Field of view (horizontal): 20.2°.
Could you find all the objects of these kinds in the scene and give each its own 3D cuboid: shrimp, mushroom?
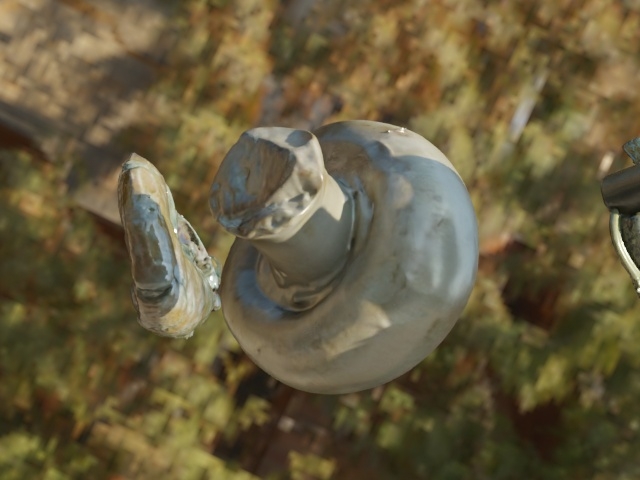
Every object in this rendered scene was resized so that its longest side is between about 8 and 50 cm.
[{"bbox_3d":[-0.192,0.022,2.219,0.110,0.221,0.445,-13,-11,0],"label":"shrimp"},{"bbox_3d":[0.000,0.000,1.832,0.290,0.297,0.297,31,-6,-40],"label":"mushroom"}]

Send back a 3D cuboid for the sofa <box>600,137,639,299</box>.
[{"bbox_3d":[0.411,0.000,1.688,0.200,0.182,0.258,-23,-64,31],"label":"sofa"}]
